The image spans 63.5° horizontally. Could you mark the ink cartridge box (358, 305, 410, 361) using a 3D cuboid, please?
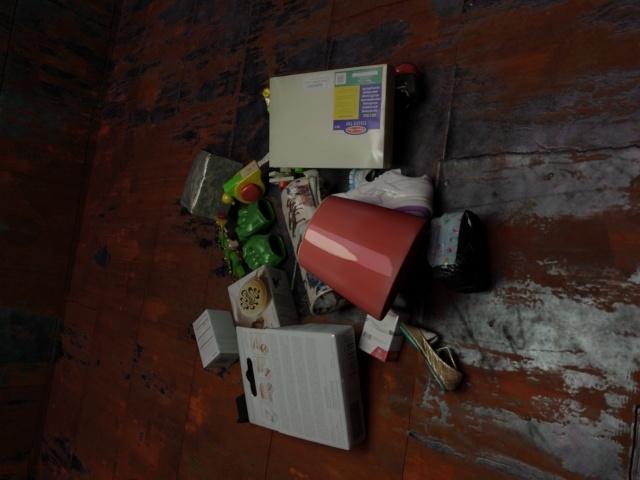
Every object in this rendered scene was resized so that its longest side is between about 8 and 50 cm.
[{"bbox_3d":[0.166,0.234,1.347,0.099,0.056,0.135,21,97,46],"label":"ink cartridge box"}]

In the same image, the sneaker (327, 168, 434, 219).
[{"bbox_3d":[0.157,-0.112,1.382,0.305,0.114,0.152,0,59,24],"label":"sneaker"}]

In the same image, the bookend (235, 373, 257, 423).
[{"bbox_3d":[-0.210,0.485,1.662,0.157,0.072,0.156,-39,54,34],"label":"bookend"}]

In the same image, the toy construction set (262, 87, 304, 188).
[{"bbox_3d":[-0.089,-0.330,1.669,0.215,0.151,0.327,3,94,17],"label":"toy construction set"}]

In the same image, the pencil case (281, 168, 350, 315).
[{"bbox_3d":[0.000,0.000,1.494,0.183,0.160,0.410,-53,46,49],"label":"pencil case"}]

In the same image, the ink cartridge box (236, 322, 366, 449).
[{"bbox_3d":[-0.064,0.387,1.446,0.385,0.091,0.307,-4,96,41],"label":"ink cartridge box"}]

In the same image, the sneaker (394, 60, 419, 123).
[{"bbox_3d":[0.169,-0.373,1.457,0.276,0.098,0.135,-31,58,35],"label":"sneaker"}]

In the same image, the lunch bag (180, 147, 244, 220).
[{"bbox_3d":[-0.425,-0.220,1.970,0.287,0.169,0.235,31,105,59],"label":"lunch bag"}]

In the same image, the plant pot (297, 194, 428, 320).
[{"bbox_3d":[0.095,0.024,1.255,0.243,0.275,0.274,24,99,14],"label":"plant pot"}]

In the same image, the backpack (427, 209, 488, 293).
[{"bbox_3d":[0.314,0.018,1.189,0.115,0.152,0.181,-7,63,35],"label":"backpack"}]

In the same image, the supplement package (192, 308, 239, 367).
[{"bbox_3d":[-0.365,0.346,1.828,0.105,0.105,0.179,-45,52,29],"label":"supplement package"}]

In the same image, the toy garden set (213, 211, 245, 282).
[{"bbox_3d":[-0.328,0.040,1.830,0.203,0.049,0.244,97,150,-46],"label":"toy garden set"}]

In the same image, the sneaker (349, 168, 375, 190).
[{"bbox_3d":[0.127,-0.122,1.466,0.083,0.071,0.190,-11,73,38],"label":"sneaker"}]

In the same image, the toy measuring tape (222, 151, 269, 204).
[{"bbox_3d":[-0.205,-0.226,1.824,0.330,0.121,0.121,-36,54,7],"label":"toy measuring tape"}]

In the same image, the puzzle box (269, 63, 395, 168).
[{"bbox_3d":[0.021,-0.339,1.471,0.409,0.052,0.271,7,99,36],"label":"puzzle box"}]

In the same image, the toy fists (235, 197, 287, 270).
[{"bbox_3d":[-0.215,-0.009,1.767,0.142,0.096,0.279,-42,55,33],"label":"toy fists"}]

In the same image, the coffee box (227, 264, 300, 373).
[{"bbox_3d":[-0.168,0.251,1.624,0.168,0.119,0.297,-31,59,24],"label":"coffee box"}]

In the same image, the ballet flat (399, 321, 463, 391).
[{"bbox_3d":[0.270,0.266,1.242,0.067,0.073,0.206,-36,55,2],"label":"ballet flat"}]
